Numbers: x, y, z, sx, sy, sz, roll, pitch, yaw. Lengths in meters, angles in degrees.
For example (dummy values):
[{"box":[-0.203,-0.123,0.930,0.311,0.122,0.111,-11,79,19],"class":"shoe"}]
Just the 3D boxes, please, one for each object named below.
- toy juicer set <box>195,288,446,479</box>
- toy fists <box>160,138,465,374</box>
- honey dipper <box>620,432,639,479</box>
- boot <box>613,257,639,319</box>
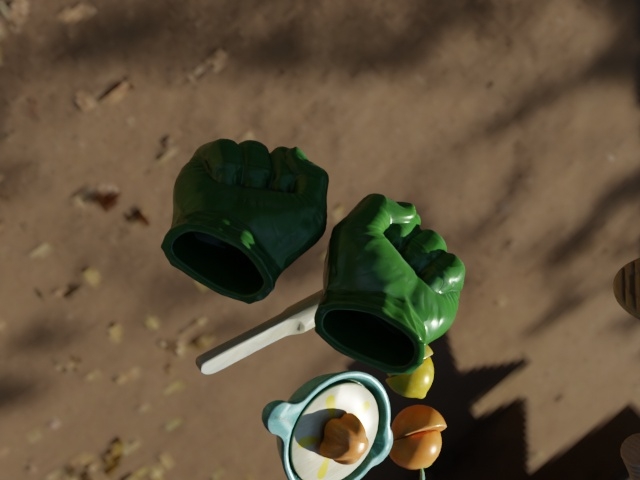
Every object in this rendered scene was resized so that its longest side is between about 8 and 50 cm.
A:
[{"box":[0.036,0.164,1.644,0.209,0.089,0.329,-44,129,-16],"class":"toy juicer set"},{"box":[0.000,0.000,1.470,0.096,0.279,0.142,119,-5,-46],"class":"toy fists"},{"box":[0.273,0.208,1.333,0.030,0.030,0.161,-36,138,-7],"class":"honey dipper"},{"box":[0.432,0.086,1.693,0.207,0.248,0.090,52,47,-66],"class":"boot"}]
